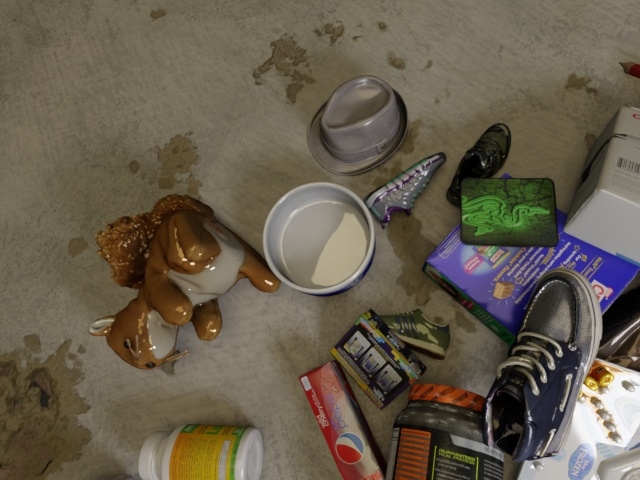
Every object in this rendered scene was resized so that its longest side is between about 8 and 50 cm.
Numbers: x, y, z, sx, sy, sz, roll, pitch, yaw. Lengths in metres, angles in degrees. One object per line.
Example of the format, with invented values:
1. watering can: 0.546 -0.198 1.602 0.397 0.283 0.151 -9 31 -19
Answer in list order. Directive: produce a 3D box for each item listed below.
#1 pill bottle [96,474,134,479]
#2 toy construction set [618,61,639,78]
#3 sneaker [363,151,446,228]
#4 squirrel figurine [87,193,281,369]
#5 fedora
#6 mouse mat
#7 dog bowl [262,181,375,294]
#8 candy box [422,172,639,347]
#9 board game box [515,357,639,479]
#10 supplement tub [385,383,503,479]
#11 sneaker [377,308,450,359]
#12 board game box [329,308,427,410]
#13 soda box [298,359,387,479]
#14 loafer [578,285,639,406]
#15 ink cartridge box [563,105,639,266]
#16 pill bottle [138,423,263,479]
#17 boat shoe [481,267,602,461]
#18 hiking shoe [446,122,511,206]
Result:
1. pill bottle: -0.479 0.690 0.884 0.169 0.169 0.302 -14 74 8
2. toy construction set: 0.803 -0.366 0.887 0.308 0.258 0.237 8 33 -3
3. sneaker: 0.220 -0.122 1.006 0.223 0.083 0.098 -32 93 7
4. squirrel figurine: -0.373 0.095 0.997 0.370 0.281 0.397 -49 58 8
5. fedora: 0.088 -0.309 1.041 0.275 0.124 0.244 -29 72 3
6. mouse mat: 0.389 -0.061 0.858 0.189 0.007 0.153 1 74 11
7. dog bowl: 0.000 0.000 0.993 0.264 0.104 0.265 -3 75 10
8. candy box: 0.428 0.063 0.883 0.317 0.122 0.268 43 86 19
9. board game box: 0.580 0.445 0.733 0.389 0.050 0.391 18 97 13
10. supplement tub: 0.222 0.456 0.757 0.206 0.207 0.338 10 61 13
11. sneaker: 0.199 0.192 0.934 0.192 0.064 0.086 20 66 20
12. board game box: 0.121 0.259 0.899 0.170 0.048 0.141 47 125 17
13. soda box: 0.051 0.396 0.890 0.083 0.092 0.264 -28 72 5
14. loafer: 0.604 0.217 0.817 0.366 0.134 0.130 -44 79 9
15. ink cartridge box: 0.650 -0.104 0.816 0.223 0.129 0.307 28 57 16
16. pill bottle: -0.261 0.480 0.909 0.245 0.136 0.137 -2 76 11
17. boat shoe: 0.373 0.210 0.703 0.127 0.158 0.341 7 88 50
18. hiking shoe: 0.379 -0.186 0.957 0.086 0.114 0.227 31 84 16
